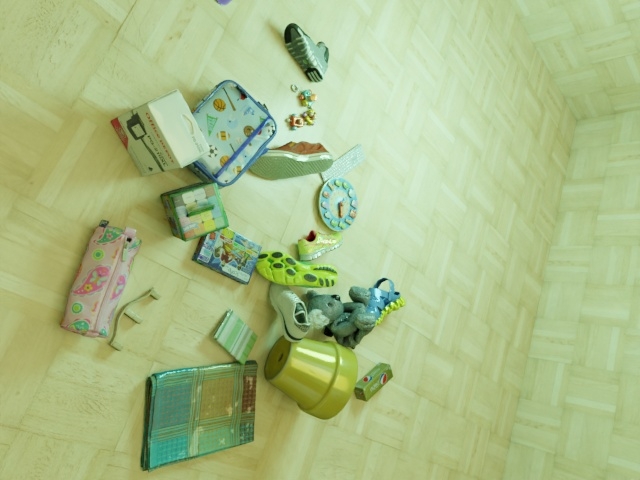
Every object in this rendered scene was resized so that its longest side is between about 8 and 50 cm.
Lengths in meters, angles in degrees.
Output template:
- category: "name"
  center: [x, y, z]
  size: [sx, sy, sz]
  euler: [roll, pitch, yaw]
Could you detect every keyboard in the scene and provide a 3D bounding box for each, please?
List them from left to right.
- category: "keyboard"
  center: [0.091, -0.290, 1.922]
  size: [0.256, 0.014, 0.072]
  euler: [-40, 116, -35]

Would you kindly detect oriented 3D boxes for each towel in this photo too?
- category: "towel"
  center: [-0.347, 0.511, 1.493]
  size: [0.370, 0.040, 0.271]
  euler: [4, 88, -43]
- category: "towel"
  center: [-0.268, 0.305, 1.568]
  size: [0.152, 0.023, 0.113]
  euler: [54, 45, -31]

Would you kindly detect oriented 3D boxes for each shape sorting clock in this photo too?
- category: "shape sorting clock"
  center: [0.072, -0.137, 1.878]
  size: [0.206, 0.040, 0.206]
  euler: [-3, 94, -46]

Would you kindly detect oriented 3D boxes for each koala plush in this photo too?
- category: "koala plush"
  center: [0.047, 0.260, 1.743]
  size: [0.221, 0.203, 0.196]
  euler: [22, 29, -19]

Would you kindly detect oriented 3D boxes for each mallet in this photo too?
- category: "mallet"
  center: [0.082, 0.359, 1.899]
  size: [0.190, 0.039, 0.062]
  euler: [37, 63, -42]

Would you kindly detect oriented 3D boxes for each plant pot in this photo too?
- category: "plant pot"
  center: [-0.044, 0.430, 1.652]
  size: [0.239, 0.254, 0.254]
  euler: [31, 68, -21]

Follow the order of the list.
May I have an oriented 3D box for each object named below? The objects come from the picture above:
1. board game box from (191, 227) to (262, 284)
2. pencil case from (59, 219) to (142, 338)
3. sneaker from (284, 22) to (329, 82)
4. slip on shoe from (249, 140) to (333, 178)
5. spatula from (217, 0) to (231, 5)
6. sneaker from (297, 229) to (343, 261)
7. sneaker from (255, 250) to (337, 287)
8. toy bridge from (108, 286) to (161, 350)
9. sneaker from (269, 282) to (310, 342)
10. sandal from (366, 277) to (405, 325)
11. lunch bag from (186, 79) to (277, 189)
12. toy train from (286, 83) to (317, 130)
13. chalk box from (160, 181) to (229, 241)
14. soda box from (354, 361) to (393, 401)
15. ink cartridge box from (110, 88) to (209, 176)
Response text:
- category: "board game box"
  center: [-0.287, 0.040, 1.553]
  size: [0.201, 0.035, 0.136]
  euler: [33, 68, -38]
- category: "pencil case"
  center: [-0.548, 0.100, 1.254]
  size: [0.124, 0.124, 0.284]
  euler: [28, 72, -39]
- category: "sneaker"
  center: [-0.039, -0.688, 1.767]
  size: [0.228, 0.086, 0.132]
  euler: [56, 50, -40]
- category: "slip on shoe"
  center: [-0.107, -0.282, 1.688]
  size: [0.331, 0.123, 0.101]
  euler: [-10, 61, -36]
- category: "spatula"
  center: [-0.358, -0.855, 1.496]
  size: [0.296, 0.030, 0.084]
  euler: [52, 60, -30]
- category: "sneaker"
  center: [0.000, 0.000, 1.792]
  size: [0.208, 0.081, 0.094]
  euler: [-26, 100, -42]
- category: "sneaker"
  center: [-0.089, 0.113, 1.688]
  size: [0.295, 0.123, 0.109]
  euler: [15, 71, -23]
- category: "toy bridge"
  center: [-0.511, 0.203, 1.350]
  size: [0.063, 0.026, 0.188]
  euler: [48, 59, -31]
- category: "sneaker"
  center: [-0.094, 0.213, 1.624]
  size: [0.090, 0.095, 0.235]
  euler: [-2, 48, -35]
- category: "sandal"
  center: [0.211, 0.246, 1.967]
  size: [0.317, 0.126, 0.138]
  euler: [-27, 105, -48]
- category: "lunch bag"
  center: [-0.276, -0.312, 1.480]
  size: [0.243, 0.115, 0.303]
  euler: [44, 68, -17]
- category: "toy train"
  center: [-0.057, -0.468, 1.763]
  size: [0.125, 0.046, 0.166]
  euler: [6, 86, -43]
- category: "chalk box"
  center: [-0.341, -0.081, 1.365]
  size: [0.132, 0.213, 0.132]
  euler: [-20, 105, -23]
- category: "soda box"
  center: [0.212, 0.566, 1.998]
  size: [0.181, 0.058, 0.061]
  euler: [-29, 110, -39]
- category: "ink cartridge box"
  center: [-0.419, -0.272, 1.295]
  size: [0.100, 0.237, 0.172]
  euler: [-41, 116, -35]
